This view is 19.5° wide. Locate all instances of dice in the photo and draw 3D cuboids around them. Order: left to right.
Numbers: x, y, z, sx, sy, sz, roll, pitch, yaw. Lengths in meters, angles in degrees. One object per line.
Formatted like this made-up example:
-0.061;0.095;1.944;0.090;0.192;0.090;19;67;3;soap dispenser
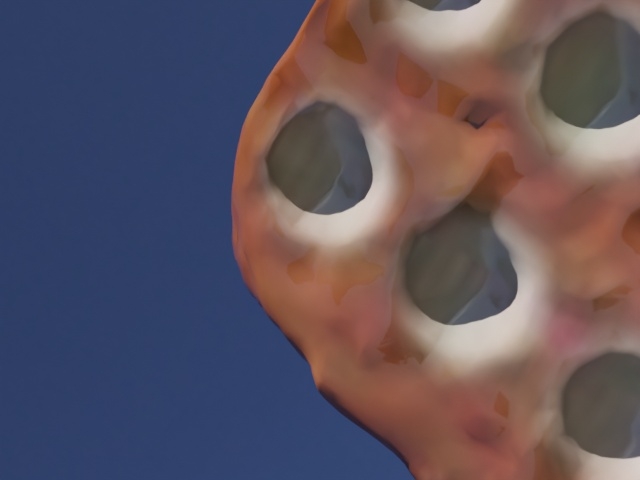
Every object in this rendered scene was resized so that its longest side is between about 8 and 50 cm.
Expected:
0.091;-0.014;0.529;0.174;0.175;0.179;-56;-18;22;dice
